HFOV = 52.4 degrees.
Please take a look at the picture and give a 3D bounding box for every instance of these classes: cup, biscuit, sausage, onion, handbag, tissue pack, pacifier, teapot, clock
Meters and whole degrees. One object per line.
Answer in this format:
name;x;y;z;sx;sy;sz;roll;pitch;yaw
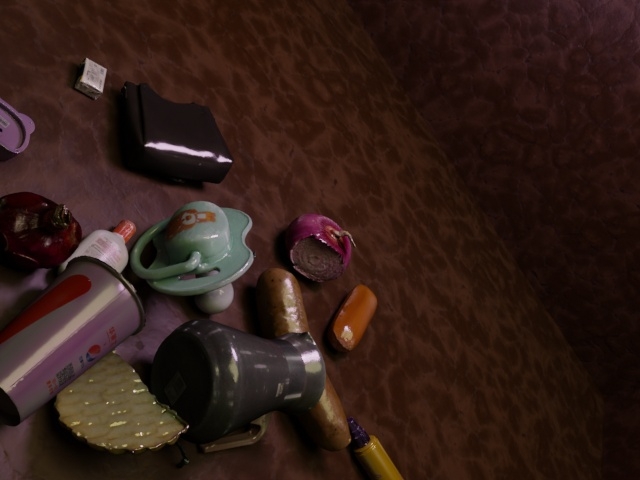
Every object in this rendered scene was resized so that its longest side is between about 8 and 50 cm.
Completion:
cup;-0.488;0.184;1.184;0.203;0.203;0.288;53;42;-13
biscuit;-0.399;0.312;1.226;0.274;0.036;0.187;39;35;26
sausage;-0.059;0.309;1.686;0.136;0.123;0.500;-17;79;-20
onion;-0.008;0.009;1.937;0.208;0.200;0.200;10;53;-12
handbag;-0.381;-0.281;1.699;0.286;0.113;0.256;8;54;-42
tissue pack;-0.565;-0.398;1.600;0.062;0.042;0.083;28;46;-41
pacifier;-0.285;0.062;1.529;0.343;0.289;0.269;-97;179;-59
sausage;0.099;0.234;1.970;0.105;0.105;0.274;53;35;-12
teapot;-0.178;0.323;1.432;0.344;0.253;0.299;9;104;-48
clock;-0.675;-0.242;1.341;0.153;0.050;0.110;43;38;-26
onion;-0.539;-0.013;1.238;0.173;0.198;0.135;34;66;-33

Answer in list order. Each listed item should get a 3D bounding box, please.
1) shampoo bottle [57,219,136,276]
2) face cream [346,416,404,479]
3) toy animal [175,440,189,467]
shampoo bottle;-0.472;0.032;1.412;0.108;0.051;0.220;48;36;-18
face cream;0.149;0.605;1.793;0.273;0.078;0.078;58;34;-6
toy animal;-0.352;0.387;1.290;0.253;0.079;0.070;32;57;-34
